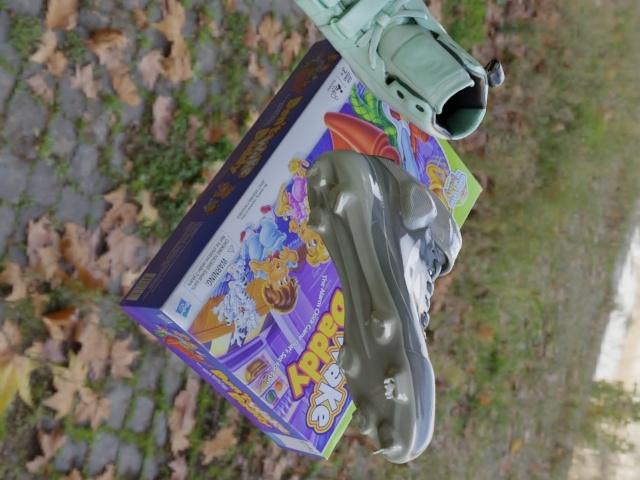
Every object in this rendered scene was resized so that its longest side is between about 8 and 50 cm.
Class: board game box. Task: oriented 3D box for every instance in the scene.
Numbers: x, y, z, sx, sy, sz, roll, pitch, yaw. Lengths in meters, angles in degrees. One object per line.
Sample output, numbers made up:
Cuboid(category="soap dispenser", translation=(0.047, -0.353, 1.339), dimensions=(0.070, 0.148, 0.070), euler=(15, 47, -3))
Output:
Cuboid(category="board game box", translation=(0.000, 0.000, 0.907), dimensions=(0.233, 0.078, 0.347), euler=(47, 62, -29))

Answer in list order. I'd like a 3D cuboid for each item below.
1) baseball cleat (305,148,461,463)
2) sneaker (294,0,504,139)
Cuboid(category="baseball cleat", translation=(0.056, 0.033, 0.584), dimensions=(0.110, 0.072, 0.205), euler=(0, 68, -34))
Cuboid(category="sneaker", translation=(0.052, -0.176, 0.701), dimensions=(0.094, 0.151, 0.256), euler=(-46, 139, 0))
